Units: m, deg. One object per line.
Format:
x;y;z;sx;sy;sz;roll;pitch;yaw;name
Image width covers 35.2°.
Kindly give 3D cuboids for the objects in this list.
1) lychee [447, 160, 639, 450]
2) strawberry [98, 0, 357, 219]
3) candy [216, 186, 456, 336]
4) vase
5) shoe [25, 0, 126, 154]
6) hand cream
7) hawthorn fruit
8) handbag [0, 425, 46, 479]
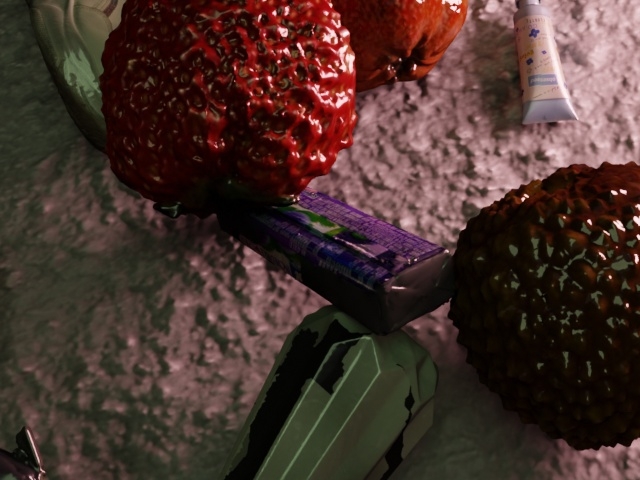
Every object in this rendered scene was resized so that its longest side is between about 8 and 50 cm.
0.248;0.061;0.945;0.267;0.267;0.268;-1;65;2;lychee
-0.096;-0.167;1.005;0.261;0.258;0.261;-3;38;3;strawberry
0.000;0.000;0.991;0.088;0.061;0.312;-24;30;-26;candy
-0.035;0.233;0.925;0.165;0.165;0.360;31;74;16;vase
-0.227;-0.264;1.172;0.210;0.132;0.342;-22;65;-8;shoe
0.254;-0.212;1.175;0.065;0.043;0.171;-5;70;1;hand cream
0.047;-0.297;1.137;0.205;0.205;0.253;-19;73;-6;hawthorn fruit
-0.328;0.276;0.840;0.178;0.302;0.275;35;69;24;handbag
